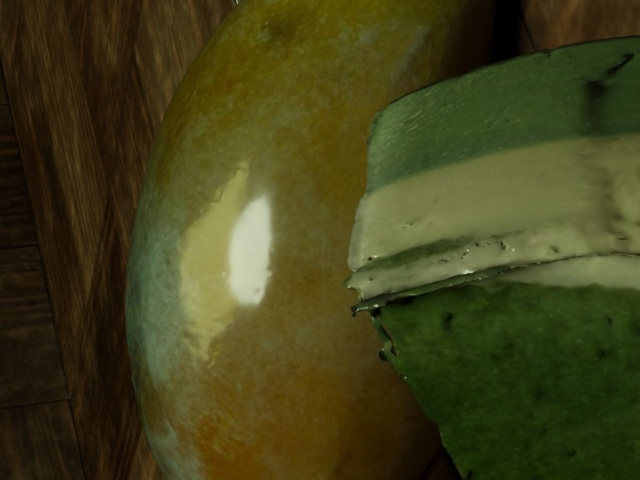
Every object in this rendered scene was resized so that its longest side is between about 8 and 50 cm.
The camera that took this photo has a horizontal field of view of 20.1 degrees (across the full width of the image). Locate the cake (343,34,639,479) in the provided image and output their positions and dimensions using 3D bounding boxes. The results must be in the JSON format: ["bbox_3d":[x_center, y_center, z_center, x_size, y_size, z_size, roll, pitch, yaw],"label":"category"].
[{"bbox_3d":[0.152,0.063,0.686,0.284,0.172,0.158,58,-158,-25],"label":"cake"}]

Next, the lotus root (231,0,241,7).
[{"bbox_3d":[0.018,-0.240,1.040,0.167,0.078,0.329,45,142,28],"label":"lotus root"}]

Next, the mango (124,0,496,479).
[{"bbox_3d":[0.000,0.000,0.986,0.221,0.199,0.384,-116,38,-60],"label":"mango"}]
